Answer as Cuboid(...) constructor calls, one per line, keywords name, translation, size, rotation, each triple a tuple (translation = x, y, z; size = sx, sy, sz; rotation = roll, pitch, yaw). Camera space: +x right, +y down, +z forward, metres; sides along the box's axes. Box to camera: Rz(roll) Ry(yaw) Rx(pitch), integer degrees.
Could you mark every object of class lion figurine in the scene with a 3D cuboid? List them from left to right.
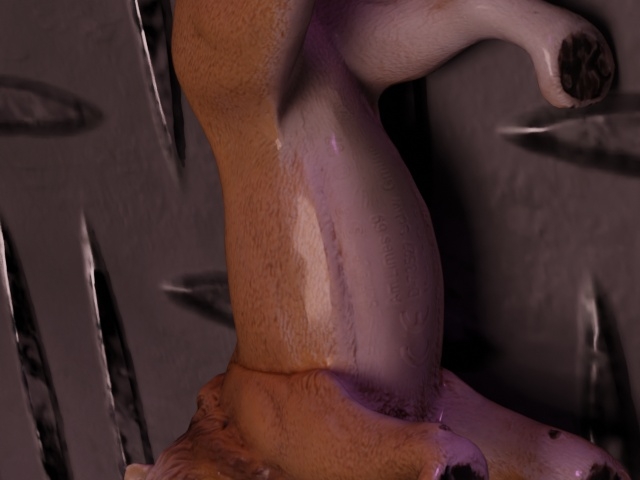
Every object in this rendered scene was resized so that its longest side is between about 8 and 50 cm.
Cuboid(name="lion figurine", translation=(0.000, 0.000, 0.728), size=(0.240, 0.142, 0.392), rotation=(8, 98, 55))
